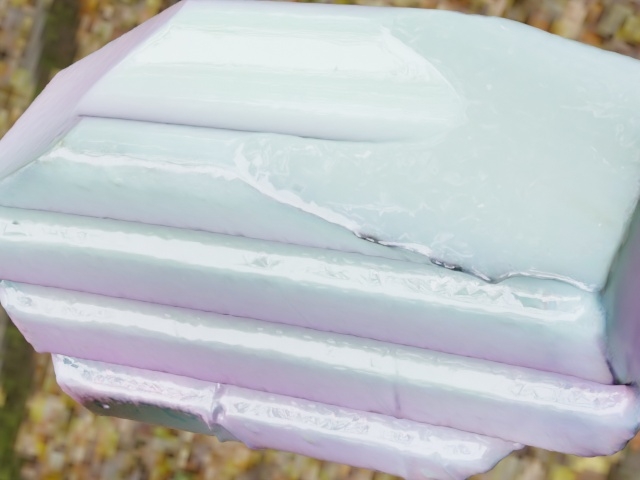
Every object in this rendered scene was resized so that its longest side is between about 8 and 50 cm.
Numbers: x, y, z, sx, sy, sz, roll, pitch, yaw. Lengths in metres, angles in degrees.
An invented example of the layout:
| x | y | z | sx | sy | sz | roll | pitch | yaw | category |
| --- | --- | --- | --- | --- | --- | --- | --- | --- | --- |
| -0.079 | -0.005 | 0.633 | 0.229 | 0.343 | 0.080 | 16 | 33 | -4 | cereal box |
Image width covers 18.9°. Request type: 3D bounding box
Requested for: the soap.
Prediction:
| x | y | z | sx | sy | sz | roll | pitch | yaw | category |
| --- | --- | --- | --- | --- | --- | --- | --- | --- | --- |
| 0.000 | 0.000 | 0.766 | 0.323 | 0.193 | 0.109 | 8 | 54 | 37 | soap |
